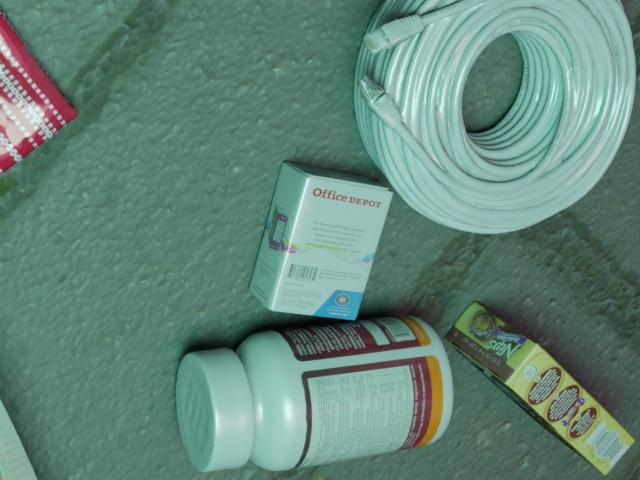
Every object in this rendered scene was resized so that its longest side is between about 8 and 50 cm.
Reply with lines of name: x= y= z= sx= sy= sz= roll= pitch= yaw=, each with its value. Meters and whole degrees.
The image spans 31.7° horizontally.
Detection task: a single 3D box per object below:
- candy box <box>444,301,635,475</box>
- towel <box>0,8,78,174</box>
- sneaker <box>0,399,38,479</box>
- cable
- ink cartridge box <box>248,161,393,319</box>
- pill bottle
candy box: x=0.216 y=0.145 z=1.105 sx=0.187 sy=0.109 sz=0.053 roll=40 pitch=88 yaw=-33
towel: x=-0.334 y=-0.082 z=0.788 sx=0.275 sy=0.031 sz=0.199 roll=-38 pitch=122 yaw=-10
sneaker: x=-0.291 y=0.170 z=0.857 sx=0.121 sy=0.108 sz=0.302 roll=-26 pitch=120 yaw=-21
cable: x=0.154 y=-0.132 z=0.984 sx=0.257 sy=0.089 sz=0.257 roll=-35 pitch=121 yaw=-12
ink cartridge box: x=0.000 y=0.000 z=0.975 sx=0.089 sy=0.052 sz=0.122 roll=9 pitch=105 yaw=-30
pill bottle: x=-0.005 y=0.134 z=0.981 sx=0.221 sy=0.121 sz=0.121 roll=-4 pitch=110 yaw=-25
